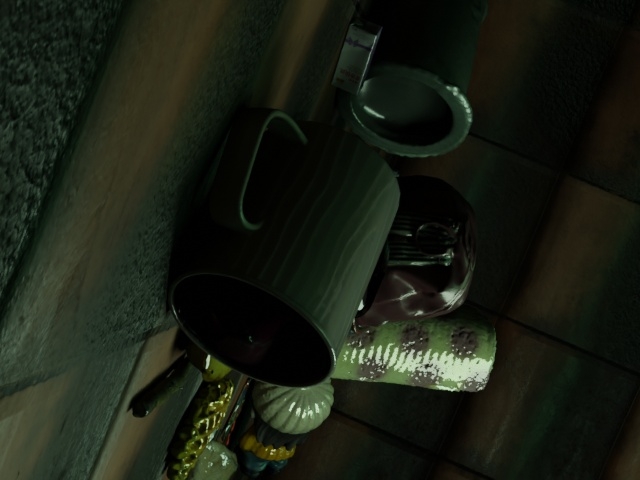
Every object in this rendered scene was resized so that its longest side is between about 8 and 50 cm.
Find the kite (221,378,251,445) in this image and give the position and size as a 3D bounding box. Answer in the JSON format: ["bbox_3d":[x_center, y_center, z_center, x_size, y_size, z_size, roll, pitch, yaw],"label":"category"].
[{"bbox_3d":[-0.173,0.362,2.502,0.232,0.009,0.189,-52,164,-71],"label":"kite"}]

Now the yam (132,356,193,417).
[{"bbox_3d":[-0.197,0.188,1.520,0.029,0.027,0.234,-32,-177,14],"label":"yam"}]

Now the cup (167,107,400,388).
[{"bbox_3d":[-0.058,-0.005,1.400,0.208,0.288,0.273,-18,-143,47],"label":"cup"}]

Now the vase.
[{"bbox_3d":[0.178,-0.326,2.048,0.245,0.245,0.291,104,5,-57],"label":"vase"}]

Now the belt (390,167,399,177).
[{"bbox_3d":[0.037,-0.016,2.192,0.295,0.161,0.206,109,-12,-56],"label":"belt"}]

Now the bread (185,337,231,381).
[{"bbox_3d":[-0.143,0.111,1.596,0.188,0.065,0.149,-43,145,-69],"label":"bread"}]

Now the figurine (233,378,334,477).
[{"bbox_3d":[-0.082,0.399,2.566,0.204,0.185,0.332,45,-50,50],"label":"figurine"}]

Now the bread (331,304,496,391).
[{"bbox_3d":[0.141,0.176,2.136,0.187,0.338,0.155,-118,-143,-67],"label":"bread"}]

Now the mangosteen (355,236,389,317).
[{"bbox_3d":[0.000,0.000,1.734,0.243,0.243,0.243,23,90,-84],"label":"mangosteen"}]

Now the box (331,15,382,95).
[{"bbox_3d":[0.057,-0.293,1.855,0.036,0.051,0.117,-57,167,-53],"label":"box"}]

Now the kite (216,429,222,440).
[{"bbox_3d":[-0.215,0.416,2.376,0.044,0.002,0.078,104,9,-59],"label":"kite"}]

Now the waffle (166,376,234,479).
[{"bbox_3d":[-0.193,0.306,1.909,0.149,0.051,0.194,105,10,-46],"label":"waffle"}]

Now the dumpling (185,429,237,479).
[{"bbox_3d":[-0.217,0.450,2.122,0.332,0.086,0.166,-65,173,24],"label":"dumpling"}]

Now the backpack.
[{"bbox_3d":[0.101,0.016,1.908,0.197,0.317,0.283,22,68,-57],"label":"backpack"}]
